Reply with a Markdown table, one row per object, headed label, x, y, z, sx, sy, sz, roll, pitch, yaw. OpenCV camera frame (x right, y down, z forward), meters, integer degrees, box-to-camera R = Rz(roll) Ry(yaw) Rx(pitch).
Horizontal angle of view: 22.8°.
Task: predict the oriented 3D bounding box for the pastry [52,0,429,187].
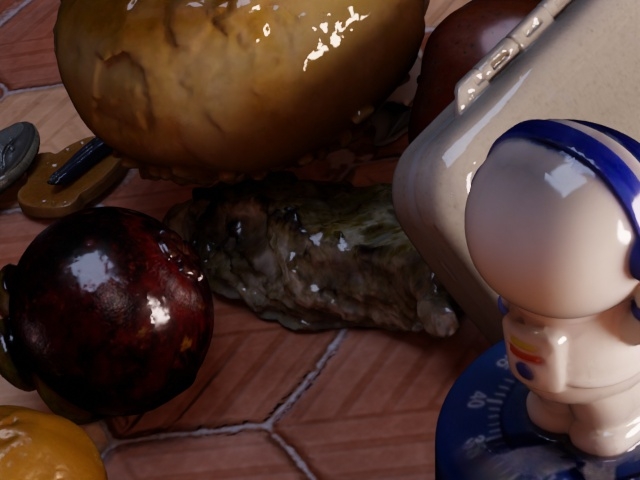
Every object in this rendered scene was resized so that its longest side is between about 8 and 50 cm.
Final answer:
| label | x | y | z | sx | sy | sz | roll | pitch | yaw |
| --- | --- | --- | --- | --- | --- | --- | --- | --- | --- |
| pastry | -0.067 | -0.213 | 1.588 | 0.409 | 0.245 | 0.409 | -15 | 33 | 10 |

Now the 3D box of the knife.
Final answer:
| label | x | y | z | sx | sy | sz | roll | pitch | yaw |
| --- | --- | --- | --- | --- | --- | --- | --- | --- | --- |
| knife | -0.256 | -0.092 | 1.747 | 0.031 | 0.018 | 0.121 | 15 | 47 | 37 |

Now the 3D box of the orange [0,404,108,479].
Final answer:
| label | x | y | z | sx | sy | sz | roll | pitch | yaw |
| --- | --- | --- | --- | --- | --- | --- | --- | --- | --- |
| orange | -0.253 | 0.205 | 1.303 | 0.159 | 0.136 | 0.159 | -9 | 34 | 6 |

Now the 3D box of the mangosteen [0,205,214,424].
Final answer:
| label | x | y | z | sx | sy | sz | roll | pitch | yaw |
| --- | --- | --- | --- | --- | --- | --- | --- | --- | --- |
| mangosteen | -0.194 | 0.069 | 1.424 | 0.210 | 0.210 | 0.210 | -9 | 37 | 7 |

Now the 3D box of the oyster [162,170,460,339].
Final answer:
| label | x | y | z | sx | sy | sz | roll | pitch | yaw |
| --- | --- | --- | --- | --- | --- | --- | --- | --- | --- |
| oyster | 0.025 | -0.010 | 1.521 | 0.396 | 0.111 | 0.204 | 16 | 43 | 39 |

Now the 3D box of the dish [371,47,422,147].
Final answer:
| label | x | y | z | sx | sy | sz | roll | pitch | yaw |
| --- | --- | --- | --- | --- | --- | --- | --- | --- | --- |
| dish | 0.024 | -0.196 | 1.780 | 0.224 | 0.078 | 0.246 | -29 | 40 | -21 |

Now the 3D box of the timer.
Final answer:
| label | x | y | z | sx | sy | sz | roll | pitch | yaw |
| --- | --- | --- | --- | --- | --- | --- | --- | --- | --- |
| timer | 0.191 | 0.082 | 1.112 | 0.270 | 0.383 | 0.270 | -8 | 37 | 6 |

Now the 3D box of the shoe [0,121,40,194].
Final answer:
| label | x | y | z | sx | sy | sz | roll | pitch | yaw |
| --- | --- | --- | --- | --- | --- | --- | --- | --- | --- |
| shoe | -0.389 | -0.078 | 1.741 | 0.074 | 0.077 | 0.194 | 9 | 48 | 49 |

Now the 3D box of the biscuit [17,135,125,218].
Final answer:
| label | x | y | z | sx | sy | sz | roll | pitch | yaw |
| --- | --- | --- | --- | --- | --- | --- | --- | --- | --- |
| biscuit | -0.281 | -0.072 | 1.763 | 0.118 | 0.023 | 0.140 | 19 | 48 | 37 |

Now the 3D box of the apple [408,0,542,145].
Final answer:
| label | x | y | z | sx | sy | sz | roll | pitch | yaw |
| --- | --- | --- | --- | --- | --- | --- | --- | --- | --- |
| apple | 0.198 | -0.134 | 1.531 | 0.234 | 0.234 | 0.234 | -9 | 37 | 7 |

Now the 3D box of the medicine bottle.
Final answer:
| label | x | y | z | sx | sy | sz | roll | pitch | yaw |
| --- | --- | --- | --- | --- | --- | --- | --- | --- | --- |
| medicine bottle | 0.248 | -0.076 | 1.369 | 0.375 | 0.282 | 0.123 | -44 | 13 | -20 |
